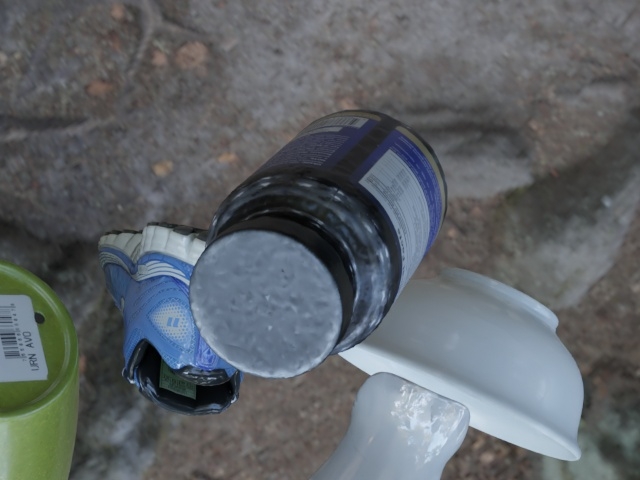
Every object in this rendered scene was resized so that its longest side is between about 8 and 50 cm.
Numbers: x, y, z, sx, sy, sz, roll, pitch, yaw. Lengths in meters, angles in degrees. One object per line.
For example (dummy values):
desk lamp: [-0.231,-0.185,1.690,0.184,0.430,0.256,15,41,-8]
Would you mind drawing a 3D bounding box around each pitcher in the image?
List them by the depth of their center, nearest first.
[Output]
pitcher: [0.027,0.220,1.022,0.177,0.126,0.207,101,12,-65]

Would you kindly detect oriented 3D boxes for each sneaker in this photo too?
sneaker: [-0.128,0.069,1.181,0.130,0.330,0.147,10,85,-12]

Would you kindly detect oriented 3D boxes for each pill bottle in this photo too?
pill bottle: [0.000,0.000,0.890,0.122,0.123,0.219,-66,172,26]

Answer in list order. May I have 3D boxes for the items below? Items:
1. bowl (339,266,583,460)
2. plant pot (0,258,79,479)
bowl: [0.168,0.118,1.530,0.298,0.298,0.134,35,78,-44]
plant pot: [-0.301,0.144,1.095,0.275,0.274,0.293,1,146,-33]
